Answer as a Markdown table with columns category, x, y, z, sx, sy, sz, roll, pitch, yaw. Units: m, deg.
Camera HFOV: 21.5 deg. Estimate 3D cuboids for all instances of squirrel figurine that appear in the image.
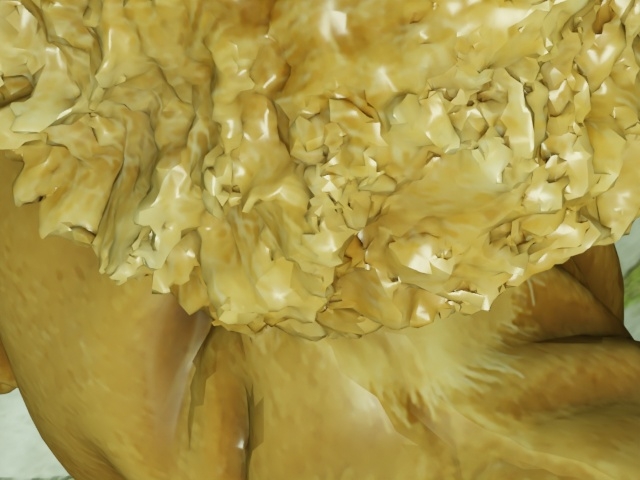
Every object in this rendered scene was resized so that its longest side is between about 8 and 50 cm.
| category | x | y | z | sx | sy | sz | roll | pitch | yaw |
| --- | --- | --- | --- | --- | --- | --- | --- | --- | --- |
| squirrel figurine | 0.000 | 0.000 | 0.462 | 0.281 | 0.370 | 0.397 | -25 | 140 | -8 |
